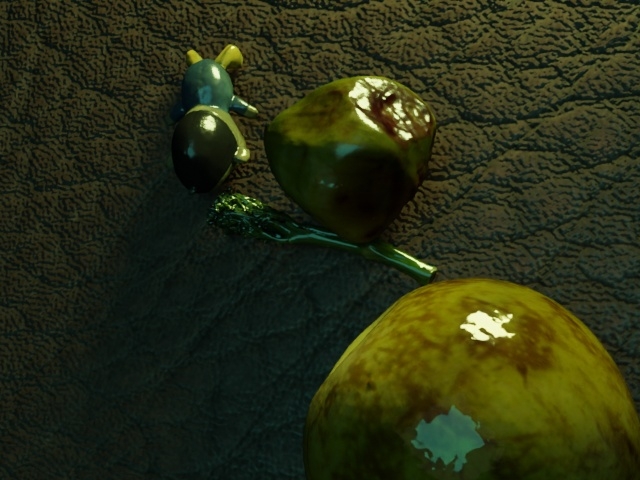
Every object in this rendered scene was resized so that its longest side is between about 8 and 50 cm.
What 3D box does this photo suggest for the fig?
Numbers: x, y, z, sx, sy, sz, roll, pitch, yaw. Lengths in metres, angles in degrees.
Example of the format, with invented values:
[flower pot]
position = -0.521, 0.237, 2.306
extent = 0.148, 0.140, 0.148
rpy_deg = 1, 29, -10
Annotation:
[fig]
position = 0.021, -0.078, 0.920
extent = 0.166, 0.144, 0.154
rpy_deg = 10, 99, 39

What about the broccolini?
[broccolini]
position = 0.000, 0.000, 0.971
extent = 0.239, 0.051, 0.054
rpy_deg = 17, 110, 14

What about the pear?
[pear]
position = 0.122, 0.167, 0.774
extent = 0.281, 0.281, 0.280
rpy_deg = -3, 80, 18

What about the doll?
[doll]
position = -0.114, -0.120, 1.008
extent = 0.102, 0.089, 0.179
rpy_deg = -3, 56, 17
